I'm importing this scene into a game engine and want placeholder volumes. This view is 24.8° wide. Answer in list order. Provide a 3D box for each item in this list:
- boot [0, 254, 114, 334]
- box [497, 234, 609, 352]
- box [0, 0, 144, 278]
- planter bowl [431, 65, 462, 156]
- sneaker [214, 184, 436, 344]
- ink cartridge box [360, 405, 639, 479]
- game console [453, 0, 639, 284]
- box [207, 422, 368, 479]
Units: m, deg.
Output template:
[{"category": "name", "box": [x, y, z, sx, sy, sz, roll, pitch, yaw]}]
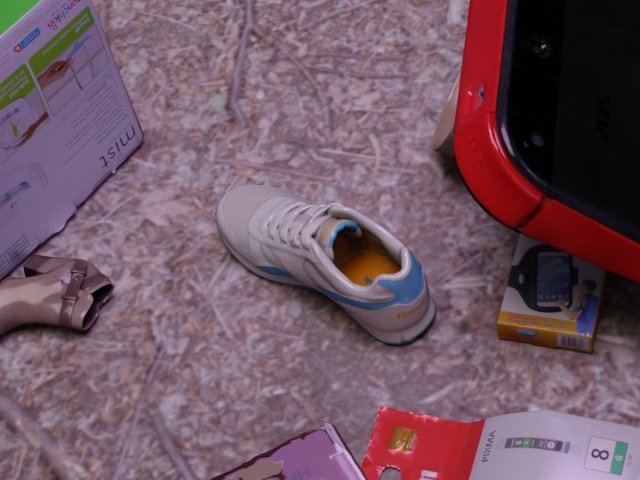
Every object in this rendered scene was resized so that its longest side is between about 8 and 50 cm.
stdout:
[{"category": "boot", "box": [-0.245, 0.060, 1.303, 0.087, 0.042, 0.118, 22, 60, 22]}, {"category": "box", "box": [0.205, 0.029, 1.253, 0.081, 0.028, 0.136, 8, 57, 16]}, {"category": "box", "box": [-0.309, -0.105, 1.320, 0.127, 0.231, 0.262, 28, 63, 28]}, {"category": "planter bowl", "box": [0.184, -0.132, 1.312, 0.109, 0.162, 0.162, 25, 57, -5]}, {"category": "sneaker", "box": [0.000, 0.000, 1.271, 0.229, 0.092, 0.087, 27, 64, 28]}, {"category": "ink cartridge box", "box": [0.127, 0.210, 1.115, 0.225, 0.056, 0.181, 10, 55, 16]}, {"category": "game console", "box": [0.277, -0.128, 1.241, 0.342, 0.060, 0.386, 25, 53, -20]}, {"category": "box", "box": [0.017, 0.297, 0.859, 0.143, 0.381, 0.191, -27, 54, -13]}]
